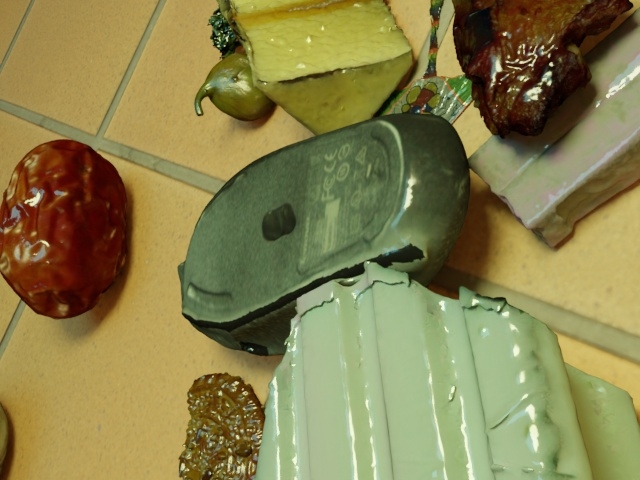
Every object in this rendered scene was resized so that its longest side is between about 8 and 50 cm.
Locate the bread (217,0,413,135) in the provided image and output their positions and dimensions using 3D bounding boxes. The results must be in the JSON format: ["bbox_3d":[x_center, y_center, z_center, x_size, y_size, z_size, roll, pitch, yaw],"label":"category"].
[{"bbox_3d":[-0.018,-0.222,0.927,0.266,0.178,0.142,-110,23,-47],"label":"bread"}]

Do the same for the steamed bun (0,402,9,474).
[{"bbox_3d":[-0.539,0.324,1.149,0.268,0.207,0.280,-3,41,48],"label":"steamed bun"}]

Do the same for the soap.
[{"bbox_3d":[0.084,0.227,0.522,0.261,0.156,0.446,-32,49,34],"label":"soap"}]

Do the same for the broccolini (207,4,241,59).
[{"bbox_3d":[-0.050,-0.351,1.073,0.271,0.062,0.123,-42,53,23],"label":"broccolini"}]

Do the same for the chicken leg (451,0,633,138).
[{"bbox_3d":[0.180,-0.213,0.682,0.177,0.083,0.322,-27,39,32],"label":"chicken leg"}]

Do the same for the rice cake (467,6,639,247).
[{"bbox_3d":[0.245,-0.118,0.615,0.298,0.050,0.106,-43,42,23],"label":"rice cake"}]

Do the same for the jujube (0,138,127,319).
[{"bbox_3d":[-0.345,-0.017,1.125,0.174,0.174,0.250,-34,51,32],"label":"jujube"}]

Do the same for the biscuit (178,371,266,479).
[{"bbox_3d":[-0.097,0.218,0.832,0.126,0.025,0.206,-32,49,33],"label":"biscuit"}]

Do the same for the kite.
[{"bbox_3d":[0.111,-0.181,0.834,0.198,0.006,0.244,-8,64,46],"label":"kite"}]

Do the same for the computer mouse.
[{"bbox_3d":[0.002,0.003,0.772,0.374,0.114,0.203,-16,60,49],"label":"computer mouse"}]

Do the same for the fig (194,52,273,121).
[{"bbox_3d":[-0.106,-0.184,1.007,0.082,0.098,0.084,-19,75,63],"label":"fig"}]
